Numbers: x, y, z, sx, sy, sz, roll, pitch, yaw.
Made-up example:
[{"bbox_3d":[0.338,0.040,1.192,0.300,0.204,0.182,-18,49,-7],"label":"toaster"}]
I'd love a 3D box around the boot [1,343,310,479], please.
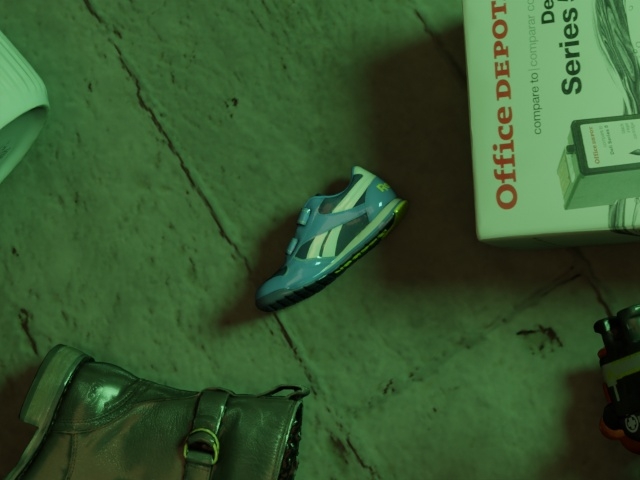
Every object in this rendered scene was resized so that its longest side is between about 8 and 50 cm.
[{"bbox_3d":[-0.137,0.215,1.252,0.229,0.091,0.263,16,88,12],"label":"boot"}]

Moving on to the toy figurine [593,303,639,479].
[{"bbox_3d":[0.300,0.111,1.112,0.209,0.213,0.148,-17,75,5],"label":"toy figurine"}]

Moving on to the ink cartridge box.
[{"bbox_3d":[0.249,-0.101,1.154,0.273,0.115,0.198,-5,85,24],"label":"ink cartridge box"}]

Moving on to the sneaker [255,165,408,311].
[{"bbox_3d":[0.000,0.000,1.259,0.144,0.053,0.059,-40,81,-2],"label":"sneaker"}]

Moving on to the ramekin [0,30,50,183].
[{"bbox_3d":[-0.307,-0.084,1.250,0.109,0.207,0.207,42,95,1],"label":"ramekin"}]
